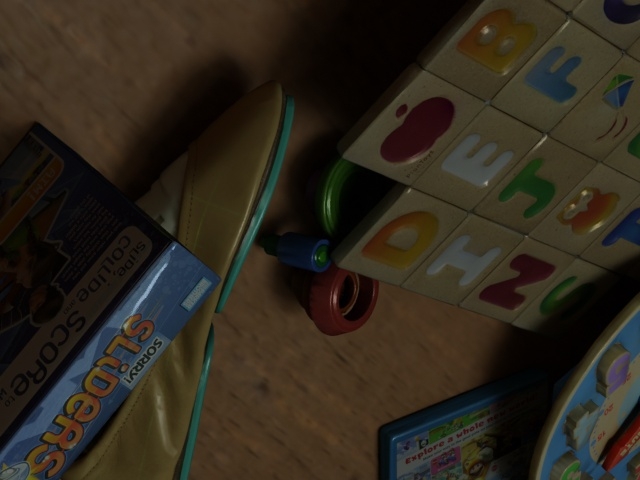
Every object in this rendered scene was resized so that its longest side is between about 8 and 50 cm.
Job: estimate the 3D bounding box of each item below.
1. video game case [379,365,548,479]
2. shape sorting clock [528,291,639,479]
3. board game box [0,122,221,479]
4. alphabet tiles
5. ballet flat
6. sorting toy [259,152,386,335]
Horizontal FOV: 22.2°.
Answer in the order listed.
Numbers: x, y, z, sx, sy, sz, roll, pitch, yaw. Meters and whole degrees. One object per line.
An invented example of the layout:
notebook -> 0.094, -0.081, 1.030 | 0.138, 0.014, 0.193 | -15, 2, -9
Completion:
video game case -> 0.089, 0.168, 1.020 | 0.119, 0.015, 0.166 | -18, 124, -27
shape sorting clock -> 0.203, 0.094, 1.012 | 0.206, 0.040, 0.206 | -35, 148, -26
board game box -> -0.148, 0.058, 0.706 | 0.201, 0.136, 0.035 | -50, 133, -1
alphabet tiles -> 0.165, -0.063, 0.861 | 0.285, 0.011, 0.342 | -47, 144, 19
ballet flat -> -0.076, 0.028, 0.788 | 0.073, 0.080, 0.232 | 15, 105, -9
sorting toy -> 0.000, 0.000, 0.853 | 0.061, 0.042, 0.102 | -14, 111, -48
